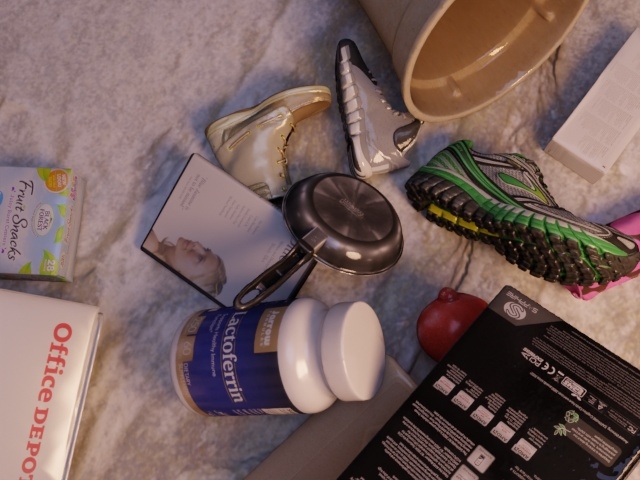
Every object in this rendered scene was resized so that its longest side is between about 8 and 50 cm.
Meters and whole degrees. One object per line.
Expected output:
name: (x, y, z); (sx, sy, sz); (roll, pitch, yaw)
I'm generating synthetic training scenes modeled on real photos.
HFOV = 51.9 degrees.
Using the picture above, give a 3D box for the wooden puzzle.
wooden puzzle: (0.092, 0.380, 0.886); (0.322, 0.080, 0.348); (-45, 73, 8)

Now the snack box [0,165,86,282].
snack box: (-0.491, -0.027, 1.039); (0.207, 0.070, 0.174); (2, 77, 1)

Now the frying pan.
frying pan: (-0.012, -0.023, 0.943); (0.326, 0.053, 0.197); (-10, 56, -35)

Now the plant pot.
plant pot: (0.184, -0.405, 0.992); (0.334, 0.333, 0.305); (-31, 66, -4)

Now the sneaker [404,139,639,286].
sneaker: (0.290, -0.055, 0.938); (0.344, 0.134, 0.146); (33, 75, 32)

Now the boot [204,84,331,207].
boot: (-0.061, -0.142, 1.042); (0.213, 0.077, 0.165); (-22, 76, 4)

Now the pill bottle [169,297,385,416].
pill bottle: (-0.057, 0.157, 0.887); (0.265, 0.153, 0.153); (-10, 75, 27)

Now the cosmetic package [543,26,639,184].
cosmetic package: (0.467, -0.213, 1.043); (0.099, 0.060, 0.239); (38, 82, 12)

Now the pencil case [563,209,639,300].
pencil case: (0.451, 0.018, 0.978); (0.210, 0.095, 0.098); (-22, 92, 0)

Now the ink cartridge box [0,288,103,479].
ink cartridge box: (-0.518, 0.192, 0.870); (0.385, 0.160, 0.279); (14, 77, -22)

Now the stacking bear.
stacking bear: (0.248, 0.194, 0.913); (0.164, 0.175, 0.289); (-25, 63, -28)

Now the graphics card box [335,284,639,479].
graphics card box: (0.193, 0.256, 0.750); (0.233, 0.094, 0.371); (36, 78, 34)

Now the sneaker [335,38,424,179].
sneaker: (0.099, -0.215, 1.057); (0.132, 0.086, 0.228); (-8, 87, -4)

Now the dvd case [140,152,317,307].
dvd case: (-0.136, 0.008, 1.006); (0.253, 0.022, 0.180); (34, 102, 9)
